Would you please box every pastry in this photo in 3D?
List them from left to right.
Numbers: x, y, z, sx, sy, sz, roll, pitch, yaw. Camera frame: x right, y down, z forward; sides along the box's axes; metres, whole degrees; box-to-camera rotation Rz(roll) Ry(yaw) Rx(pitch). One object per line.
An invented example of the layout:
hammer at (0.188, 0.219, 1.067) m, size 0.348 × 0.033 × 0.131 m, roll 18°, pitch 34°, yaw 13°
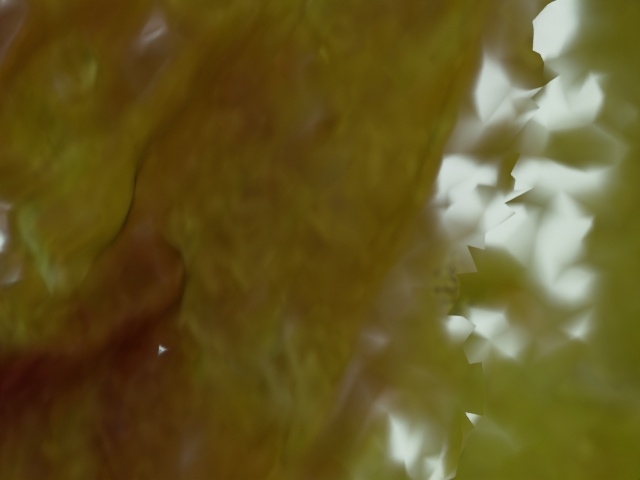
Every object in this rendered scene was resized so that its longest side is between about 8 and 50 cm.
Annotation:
pastry at (0.000, 0.000, 0.474) m, size 0.356 × 0.164 × 0.356 m, roll -9°, pitch 76°, yaw 40°
